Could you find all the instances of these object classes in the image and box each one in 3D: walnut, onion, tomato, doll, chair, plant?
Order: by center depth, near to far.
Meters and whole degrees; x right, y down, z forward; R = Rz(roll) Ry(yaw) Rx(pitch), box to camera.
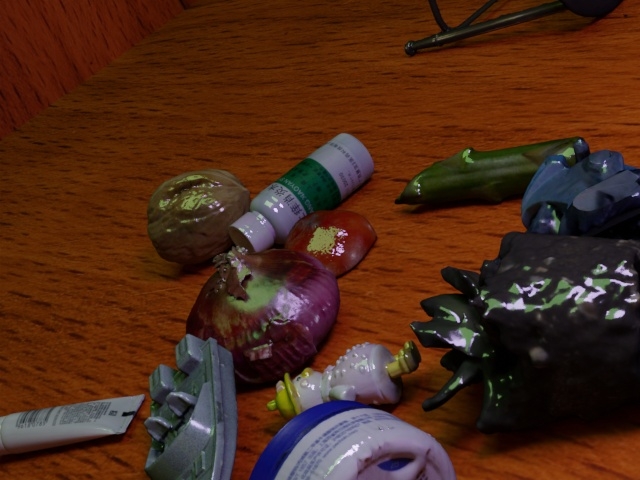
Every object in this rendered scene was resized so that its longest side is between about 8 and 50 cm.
[{"bbox_3d":[0.231,0.094,1.269,0.276,0.188,0.199,-10,30,29],"label":"plant"},{"bbox_3d":[0.027,0.176,1.430,0.207,0.081,0.129,-20,9,18],"label":"doll"},{"bbox_3d":[-0.088,0.083,1.607,0.230,0.163,0.230,-14,32,9],"label":"onion"},{"bbox_3d":[0.000,0.000,1.777,0.155,0.069,0.155,-22,28,12],"label":"tomato"},{"bbox_3d":[-0.198,-0.043,1.937,0.184,0.155,0.155,-23,27,11],"label":"walnut"},{"bbox_3d":[0.367,-0.579,2.186,0.410,0.362,0.364,15,48,46],"label":"chair"}]

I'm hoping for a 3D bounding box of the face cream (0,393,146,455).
[{"bbox_3d":[-0.373,0.265,1.669,0.243,0.058,0.092,-12,24,17],"label":"face cream"}]

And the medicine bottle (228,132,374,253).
[{"bbox_3d":[-0.032,-0.070,1.904,0.260,0.095,0.095,-40,29,-21],"label":"medicine bottle"}]

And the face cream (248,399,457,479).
[{"bbox_3d":[0.035,0.265,1.124,0.206,0.206,0.111,-41,31,-26],"label":"face cream"}]

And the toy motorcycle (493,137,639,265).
[{"bbox_3d":[0.390,-0.050,1.396,0.416,0.172,0.232,-23,32,28],"label":"toy motorcycle"}]

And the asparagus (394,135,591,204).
[{"bbox_3d":[0.261,-0.098,1.711,0.343,0.082,0.085,-7,69,36],"label":"asparagus"}]

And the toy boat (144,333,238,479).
[{"bbox_3d":[-0.161,0.253,1.427,0.141,0.092,0.319,-48,28,22],"label":"toy boat"}]
